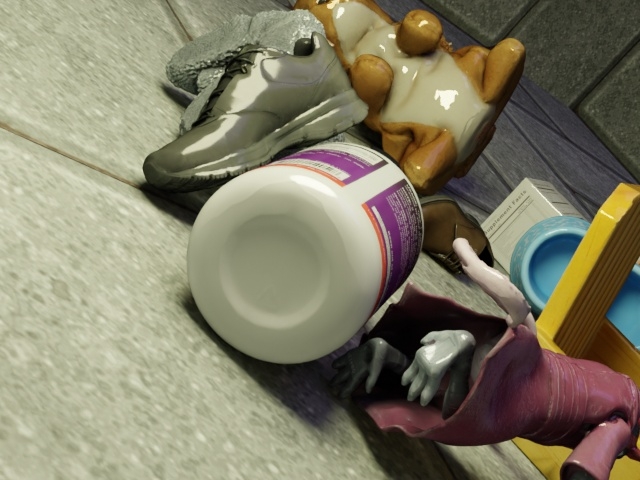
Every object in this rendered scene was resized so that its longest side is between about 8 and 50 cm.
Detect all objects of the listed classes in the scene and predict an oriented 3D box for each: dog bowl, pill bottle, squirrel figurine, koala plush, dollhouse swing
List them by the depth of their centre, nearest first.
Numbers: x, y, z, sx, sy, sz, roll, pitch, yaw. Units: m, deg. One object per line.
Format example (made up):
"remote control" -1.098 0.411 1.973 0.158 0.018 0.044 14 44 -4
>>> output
"pill bottle" 0.000 0.000 1.295 0.181 0.181 0.323 44 17 4
"koala plush" -0.043 -0.154 1.590 0.221 0.203 0.196 50 16 -40
"dollhouse swing" 0.406 0.144 1.627 0.315 0.305 0.347 47 17 17
"dog bowl" 0.430 0.085 1.990 0.297 0.166 0.074 36 6 4
"squirrel figurine" 0.117 -0.272 2.162 0.370 0.281 0.397 35 2 12

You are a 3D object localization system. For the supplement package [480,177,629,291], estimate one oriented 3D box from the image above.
"supplement package" 0.396 0.029 2.143 0.244 0.139 0.134 50 20 21

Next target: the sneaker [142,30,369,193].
"sneaker" -0.082 -0.138 1.393 0.286 0.109 0.130 -29 100 -38

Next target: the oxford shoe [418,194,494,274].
"oxford shoe" 0.189 -0.003 1.874 0.227 0.083 0.096 19 33 -49

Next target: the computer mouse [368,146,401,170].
"computer mouse" 0.068 -0.077 1.875 0.071 0.041 0.242 33 24 0

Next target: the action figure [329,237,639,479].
"action figure" 0.209 0.140 1.306 0.370 0.276 0.248 16 23 -28

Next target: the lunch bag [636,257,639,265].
"lunch bag" 0.604 0.068 2.242 0.258 0.293 0.120 42 16 12
